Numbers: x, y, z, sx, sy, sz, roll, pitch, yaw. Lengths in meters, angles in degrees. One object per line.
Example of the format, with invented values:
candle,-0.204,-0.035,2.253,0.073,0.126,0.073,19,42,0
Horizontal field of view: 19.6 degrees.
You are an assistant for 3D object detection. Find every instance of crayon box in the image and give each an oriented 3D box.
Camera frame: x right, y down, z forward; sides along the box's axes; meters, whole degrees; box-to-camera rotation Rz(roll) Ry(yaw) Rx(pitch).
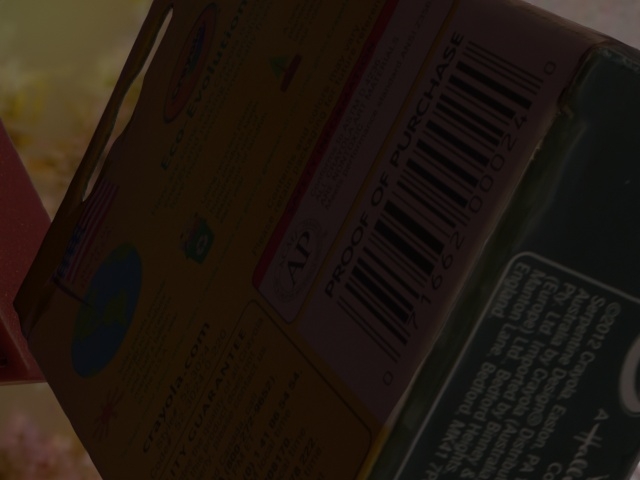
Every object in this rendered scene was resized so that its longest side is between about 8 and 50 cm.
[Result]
crayon box,0.000,0.000,0.614,0.202,0.081,0.318,-63,-153,9

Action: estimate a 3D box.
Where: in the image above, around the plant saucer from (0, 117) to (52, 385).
plant saucer,-0.277,-0.007,1.082,0.048,0.258,0.259,-53,129,-48
